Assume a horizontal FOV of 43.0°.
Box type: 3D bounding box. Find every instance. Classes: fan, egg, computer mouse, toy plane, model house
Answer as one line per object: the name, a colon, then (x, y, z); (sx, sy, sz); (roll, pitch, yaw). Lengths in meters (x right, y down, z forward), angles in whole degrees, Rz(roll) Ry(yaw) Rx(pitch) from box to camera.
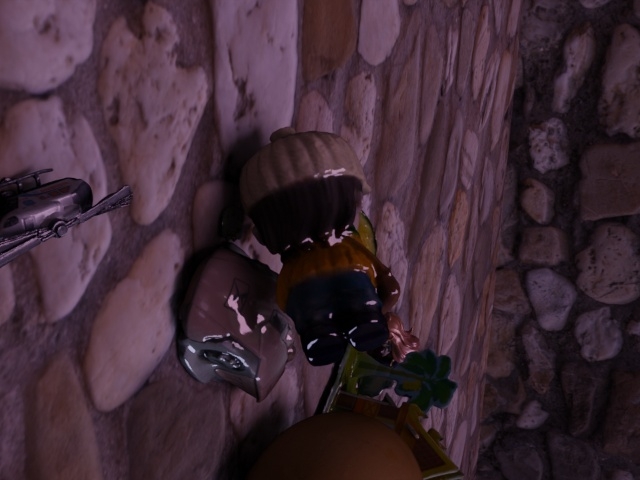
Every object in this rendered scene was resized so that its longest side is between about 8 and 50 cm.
fan: (-0.124, -0.039, 1.154); (0.056, 0.004, 0.083); (3, 91, -64)
egg: (0.014, 0.451, 1.349); (0.374, 0.301, 0.300); (-33, 131, -49)
computer mouse: (-0.088, 0.140, 1.202); (0.199, 0.115, 0.389); (-67, 155, -19)
toy plane: (-0.270, -0.017, 0.732); (0.197, 0.078, 0.053); (-30, 132, -43)
model house: (0.167, 0.408, 1.692); (0.242, 0.313, 0.357); (73, 34, -53)

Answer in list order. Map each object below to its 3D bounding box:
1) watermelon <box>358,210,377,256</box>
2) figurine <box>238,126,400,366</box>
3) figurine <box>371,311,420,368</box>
watermelon: (0.021, 0.009, 1.434); (0.129, 0.123, 0.301); (-37, 136, -28)
figurine: (-0.004, -0.012, 1.100); (0.332, 0.185, 0.204); (-105, 178, -48)
figurine: (0.172, 0.228, 1.873); (0.126, 0.114, 0.156); (-75, 164, -63)
